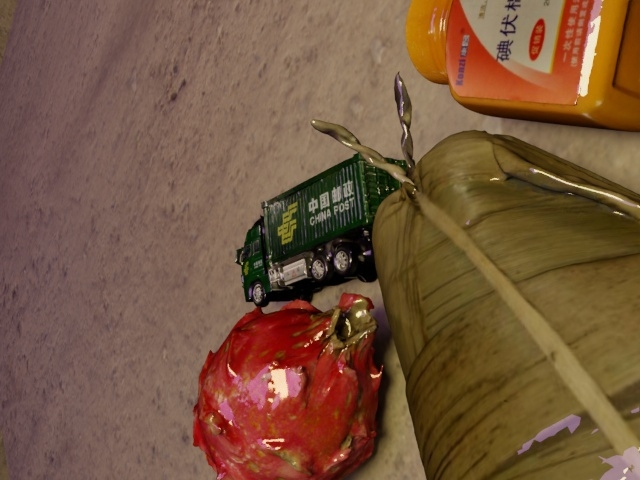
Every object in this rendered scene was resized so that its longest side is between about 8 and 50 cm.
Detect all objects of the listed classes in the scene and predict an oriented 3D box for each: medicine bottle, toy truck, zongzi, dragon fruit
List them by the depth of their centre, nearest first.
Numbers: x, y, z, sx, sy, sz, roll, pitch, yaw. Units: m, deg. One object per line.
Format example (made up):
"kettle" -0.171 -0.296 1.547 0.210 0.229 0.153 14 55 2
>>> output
"zongzi" 0.259 0.013 0.523 0.466 0.218 0.500 -30 48 22
"medicine bottle" 0.178 -0.175 0.655 0.222 0.112 0.150 20 102 54
"dragon fruit" -0.029 0.165 0.846 0.205 0.210 0.268 52 123 23
"toy truck" 0.000 0.000 0.912 0.259 0.088 0.121 -24 69 50
